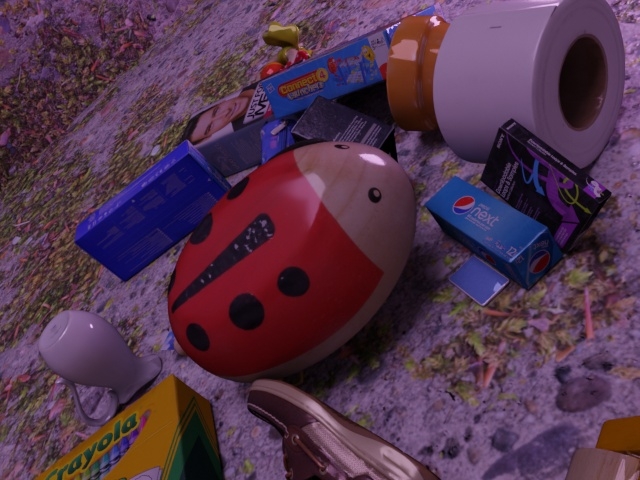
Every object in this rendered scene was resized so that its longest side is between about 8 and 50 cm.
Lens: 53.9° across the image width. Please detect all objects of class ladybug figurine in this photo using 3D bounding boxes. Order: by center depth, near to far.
[{"bbox_3d":[-0.069,0.029,0.918,0.449,0.162,0.305,-44,60,14],"label":"ladybug figurine"}]

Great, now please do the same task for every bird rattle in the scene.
[{"bbox_3d":[-0.091,-0.442,1.664,0.207,0.143,0.253,-37,48,27],"label":"bird rattle"}]

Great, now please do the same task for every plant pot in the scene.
[{"bbox_3d":[0.243,-0.293,1.111,0.188,0.205,0.205,9,58,29],"label":"plant pot"}]

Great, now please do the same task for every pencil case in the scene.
[{"bbox_3d":[-0.079,-0.128,1.284,0.119,0.133,0.306,-1,47,6],"label":"pencil case"}]

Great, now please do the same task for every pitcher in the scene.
[{"bbox_3d":[-0.429,0.239,1.172,0.125,0.207,0.177,16,66,50],"label":"pitcher"}]

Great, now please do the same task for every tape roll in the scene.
[{"bbox_3d":[0.308,-0.229,0.924,0.169,0.246,0.246,15,65,49],"label":"tape roll"}]

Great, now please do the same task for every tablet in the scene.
[{"bbox_3d":[0.228,0.057,0.909,0.054,0.006,0.083,-43,37,-2],"label":"tablet"}]

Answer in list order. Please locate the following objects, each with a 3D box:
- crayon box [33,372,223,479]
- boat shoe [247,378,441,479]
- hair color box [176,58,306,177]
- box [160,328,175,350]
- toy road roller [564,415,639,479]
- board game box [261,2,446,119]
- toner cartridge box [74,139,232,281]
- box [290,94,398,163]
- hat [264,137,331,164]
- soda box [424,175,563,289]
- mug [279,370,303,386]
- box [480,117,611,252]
[{"bbox_3d":[-0.316,0.432,0.951,0.363,0.106,0.313,-38,36,7],"label":"crayon box"},{"bbox_3d":[0.000,0.284,0.801,0.342,0.123,0.123,18,66,44],"label":"boat shoe"},{"bbox_3d":[-0.176,-0.282,1.546,0.375,0.113,0.185,-17,43,32],"label":"hair color box"},{"bbox_3d":[-0.230,0.143,1.222,0.109,0.042,0.178,-10,47,38],"label":"box"},{"bbox_3d":[0.344,0.268,0.464,0.202,0.241,0.329,-60,2,-22],"label":"toy road roller"},{"bbox_3d":[0.082,-0.379,1.323,0.302,0.086,0.308,-12,20,35],"label":"board game box"},{"bbox_3d":[-0.391,-0.065,1.483,0.348,0.165,0.075,-35,36,9],"label":"toner cartridge box"},{"bbox_3d":[0.049,-0.155,1.123,0.158,0.156,0.093,28,73,22],"label":"box"},{"bbox_3d":[0.000,0.000,1.060,0.331,0.134,0.331,-9,73,30],"label":"hat"},{"bbox_3d":[0.245,-0.017,0.916,0.071,0.067,0.210,-43,36,-1],"label":"soda box"},{"bbox_3d":[-0.049,0.189,1.004,0.064,0.078,0.062,-20,8,15],"label":"mug"},{"bbox_3d":[0.290,-0.072,0.834,0.029,0.116,0.162,-33,63,-20],"label":"box"}]
